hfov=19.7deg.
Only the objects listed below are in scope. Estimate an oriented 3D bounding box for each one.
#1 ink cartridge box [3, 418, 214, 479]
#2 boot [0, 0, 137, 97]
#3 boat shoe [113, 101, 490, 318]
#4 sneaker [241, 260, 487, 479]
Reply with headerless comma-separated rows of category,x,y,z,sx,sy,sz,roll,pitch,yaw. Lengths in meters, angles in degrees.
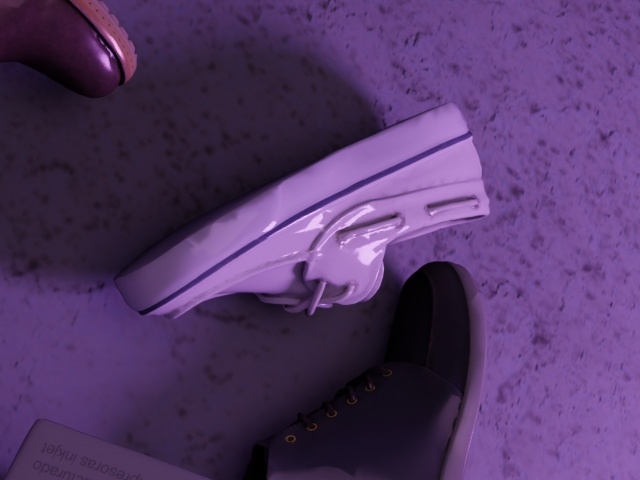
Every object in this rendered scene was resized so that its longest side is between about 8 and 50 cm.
ink cartridge box,-0.096,0.271,0.871,0.223,0.129,0.307,18,64,17
boot,-0.236,-0.085,0.955,0.248,0.090,0.207,34,76,-27
boat shoe,0.000,0.000,1.083,0.267,0.096,0.088,-27,93,-43
sneaker,0.025,0.098,1.085,0.118,0.083,0.222,18,60,-13
